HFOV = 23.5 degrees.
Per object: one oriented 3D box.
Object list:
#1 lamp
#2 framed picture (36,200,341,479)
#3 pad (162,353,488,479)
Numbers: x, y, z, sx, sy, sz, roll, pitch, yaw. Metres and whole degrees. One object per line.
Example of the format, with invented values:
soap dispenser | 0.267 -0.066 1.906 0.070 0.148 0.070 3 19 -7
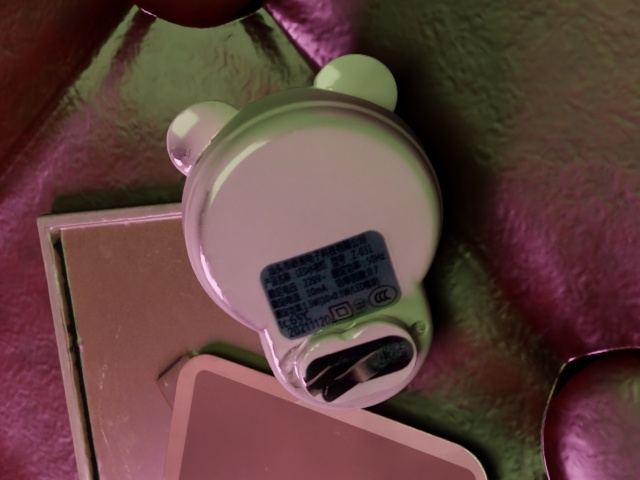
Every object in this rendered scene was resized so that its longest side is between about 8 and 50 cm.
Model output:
lamp | 0.000 0.000 1.076 0.179 0.108 0.246 -16 110 3
framed picture | -0.097 0.134 1.209 0.247 0.022 0.335 -5 97 28
pad | -0.006 0.199 1.159 0.266 0.002 0.176 17 107 24
